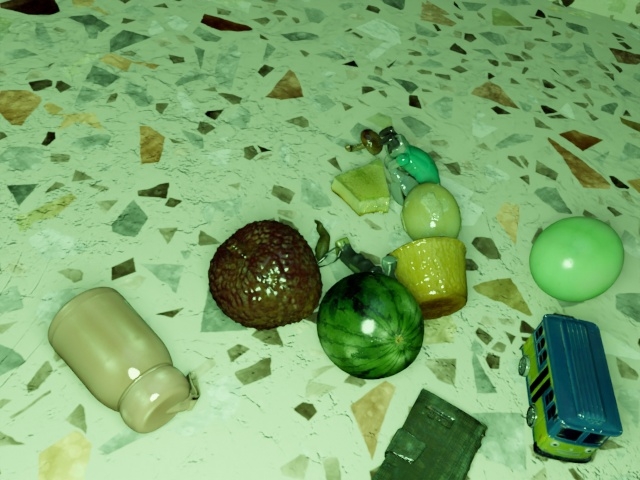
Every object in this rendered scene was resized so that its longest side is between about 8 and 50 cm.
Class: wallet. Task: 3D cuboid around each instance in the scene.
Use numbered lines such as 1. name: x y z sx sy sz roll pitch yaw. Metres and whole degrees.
1. wallet: 0.219 0.460 1.339 0.169 0.044 0.317 29 47 15

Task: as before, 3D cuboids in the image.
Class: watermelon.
1. watermelon: 0.108 0.188 1.431 0.242 0.242 0.242 7 47 -7

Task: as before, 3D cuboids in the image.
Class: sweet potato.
1. sweet potato: 0.005 0.002 1.716 0.041 0.038 0.153 23 40 -24

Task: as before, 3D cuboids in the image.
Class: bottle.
1. bottle: -0.386 0.243 1.316 0.297 0.173 0.206 40 17 22

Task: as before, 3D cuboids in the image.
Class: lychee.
1. lychee: -0.122 0.083 1.477 0.260 0.260 0.260 7 47 -7

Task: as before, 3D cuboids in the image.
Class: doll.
1. doll: 0.244 -0.225 1.892 0.258 0.153 0.195 57 32 -16

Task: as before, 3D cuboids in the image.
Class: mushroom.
1. mushroom: 0.140 -0.300 2.004 0.129 0.073 0.088 -17 84 -24

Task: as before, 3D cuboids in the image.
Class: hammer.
1. hammer: 0.114 0.071 1.630 0.041 0.159 0.226 -18 35 -29

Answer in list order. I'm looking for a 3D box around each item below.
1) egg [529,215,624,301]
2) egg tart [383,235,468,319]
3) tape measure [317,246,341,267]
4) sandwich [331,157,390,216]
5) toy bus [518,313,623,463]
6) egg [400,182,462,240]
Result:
1. egg: 0.677 0.046 1.710 0.269 0.220 0.220 -23 57 -28
2. egg tart: 0.267 0.090 1.594 0.215 0.215 0.171 0 59 -14
3. tape measure: -0.048 0.028 1.658 0.180 0.104 0.107 10 33 -27
4. sandwich: 0.151 -0.148 1.878 0.193 0.058 0.162 -27 61 -34
5. toy bus: 0.549 0.328 1.451 0.138 0.175 0.288 12 47 -4
6. egg: 0.301 -0.063 1.767 0.164 0.164 0.201 -4 59 -17
